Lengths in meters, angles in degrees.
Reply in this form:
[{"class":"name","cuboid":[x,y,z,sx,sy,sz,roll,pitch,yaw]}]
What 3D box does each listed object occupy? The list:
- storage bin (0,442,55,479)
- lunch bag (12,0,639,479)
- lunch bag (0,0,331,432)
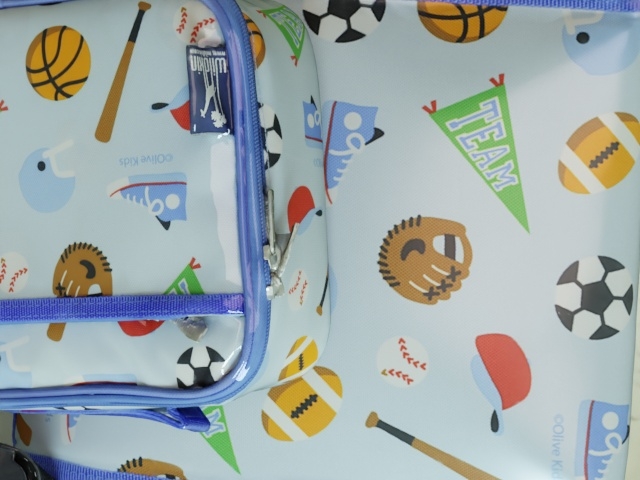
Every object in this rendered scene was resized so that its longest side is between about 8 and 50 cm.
[{"class":"storage bin","cuboid":[-0.229,0.196,0.898,0.122,0.084,0.180,15,75,5]},{"class":"lunch bag","cuboid":[0.000,0.000,1.002,0.385,0.239,0.328,2,89,8]},{"class":"lunch bag","cuboid":[-0.136,-0.015,0.885,0.303,0.115,0.243,-2,89,25]}]
